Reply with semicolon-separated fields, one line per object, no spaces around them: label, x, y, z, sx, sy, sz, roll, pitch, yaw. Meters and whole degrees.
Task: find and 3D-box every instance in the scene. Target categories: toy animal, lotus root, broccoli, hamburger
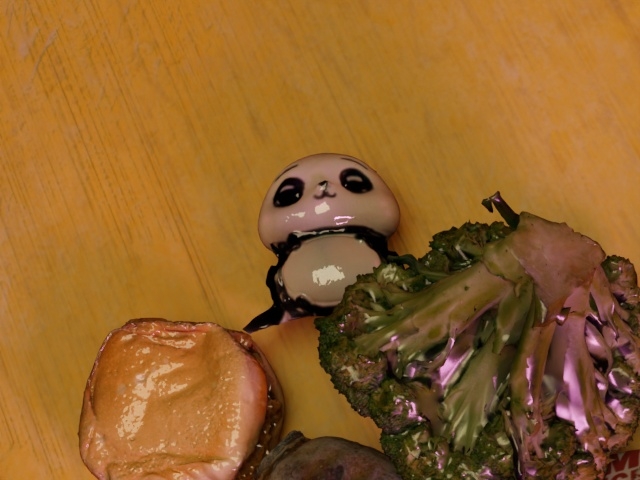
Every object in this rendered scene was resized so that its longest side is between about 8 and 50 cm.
toy animal;0.000;0.000;1.662;0.166;0.138;0.179;-3;78;-1
lotus root;0.073;0.306;1.539;0.349;0.175;0.175;30;84;22
broccoli;0.165;0.088;1.507;0.304;0.283;0.321;31;51;10
hamburger;-0.140;0.177;1.669;0.214;0.108;0.213;-5;72;15

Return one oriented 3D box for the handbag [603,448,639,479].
handbag;0.343;0.315;1.460;0.171;0.151;0.298;-18;63;18
